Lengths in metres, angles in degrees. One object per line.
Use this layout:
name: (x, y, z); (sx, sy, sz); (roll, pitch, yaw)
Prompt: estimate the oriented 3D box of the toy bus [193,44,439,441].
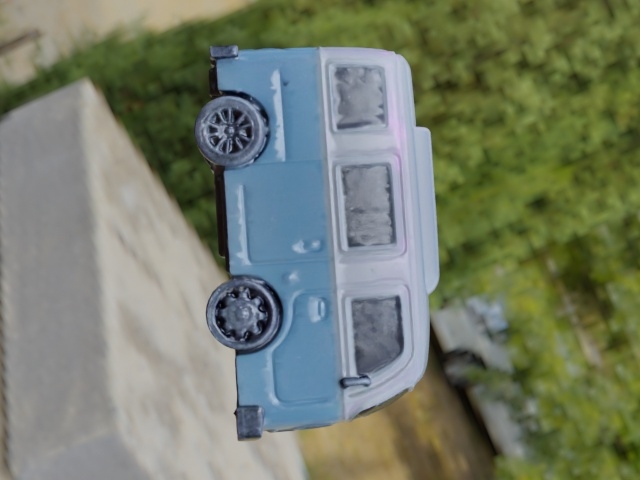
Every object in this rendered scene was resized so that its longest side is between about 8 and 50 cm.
toy bus: (0.000, 0.000, 0.580); (0.060, 0.075, 0.123); (114, -28, -88)
